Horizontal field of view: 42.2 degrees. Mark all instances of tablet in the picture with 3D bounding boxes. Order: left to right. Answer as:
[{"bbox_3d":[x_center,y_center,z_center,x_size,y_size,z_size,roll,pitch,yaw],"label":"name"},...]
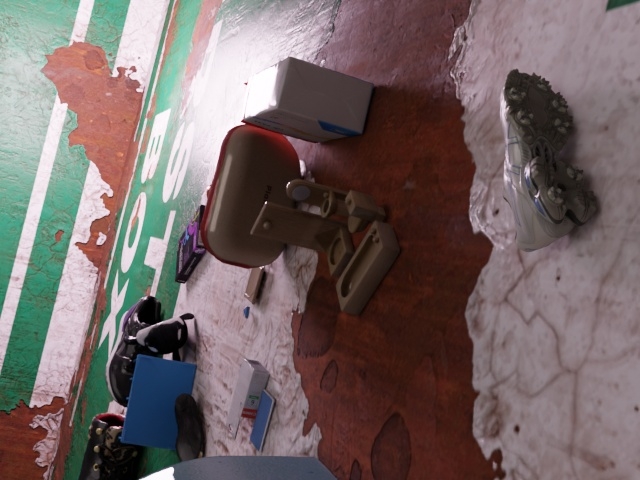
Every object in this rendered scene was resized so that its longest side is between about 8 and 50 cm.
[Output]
[{"bbox_3d":[-0.087,0.271,1.250,0.054,0.006,0.083,-158,82,-68],"label":"tablet"}]

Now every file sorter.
[{"bbox_3d":[-0.333,0.326,1.670,0.104,0.118,0.170,154,127,-66],"label":"file sorter"}]

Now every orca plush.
[{"bbox_3d":[-0.341,0.230,1.775,0.287,0.151,0.102,-23,87,60],"label":"orca plush"}]

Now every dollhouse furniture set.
[{"bbox_3d":[0.000,0.000,1.045,0.151,0.123,0.144,-102,33,-48],"label":"dollhouse furniture set"}]

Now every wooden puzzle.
[{"bbox_3d":[-0.111,0.071,1.427,0.078,0.014,0.116,-132,59,-70],"label":"wooden puzzle"}]

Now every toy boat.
[{"bbox_3d":[-0.131,-0.075,1.351,0.151,0.151,0.231,10,85,49],"label":"toy boat"}]

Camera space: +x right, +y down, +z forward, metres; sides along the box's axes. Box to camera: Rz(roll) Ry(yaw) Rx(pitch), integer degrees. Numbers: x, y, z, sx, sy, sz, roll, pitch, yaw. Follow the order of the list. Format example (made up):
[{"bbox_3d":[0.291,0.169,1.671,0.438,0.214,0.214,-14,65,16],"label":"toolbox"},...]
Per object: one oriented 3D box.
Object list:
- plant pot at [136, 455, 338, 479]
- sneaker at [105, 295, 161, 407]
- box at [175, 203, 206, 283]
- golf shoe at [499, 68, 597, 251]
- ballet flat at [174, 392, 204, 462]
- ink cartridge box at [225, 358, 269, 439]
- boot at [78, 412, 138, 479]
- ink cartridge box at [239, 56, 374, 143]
[{"bbox_3d":[-0.108,0.377,0.904,0.248,0.252,0.247,-165,89,-69],"label":"plant pot"},{"bbox_3d":[-0.445,0.260,2.009,0.124,0.107,0.283,-46,36,41],"label":"sneaker"},{"bbox_3d":[-0.291,0.010,1.882,0.162,0.029,0.116,127,149,-47],"label":"box"},{"bbox_3d":[0.180,-0.072,0.734,0.086,0.069,0.176,122,154,-51],"label":"golf shoe"},{"bbox_3d":[-0.237,0.353,1.533,0.057,0.049,0.173,-25,38,6],"label":"ballet flat"},{"bbox_3d":[-0.115,0.250,1.302,0.063,0.029,0.115,-155,79,-68],"label":"ink cartridge box"},{"bbox_3d":[-0.481,0.559,1.874,0.377,0.138,0.284,178,105,-73],"label":"boot"},{"bbox_3d":[-0.033,-0.201,1.238,0.231,0.134,0.078,-176,99,-69],"label":"ink cartridge box"}]
